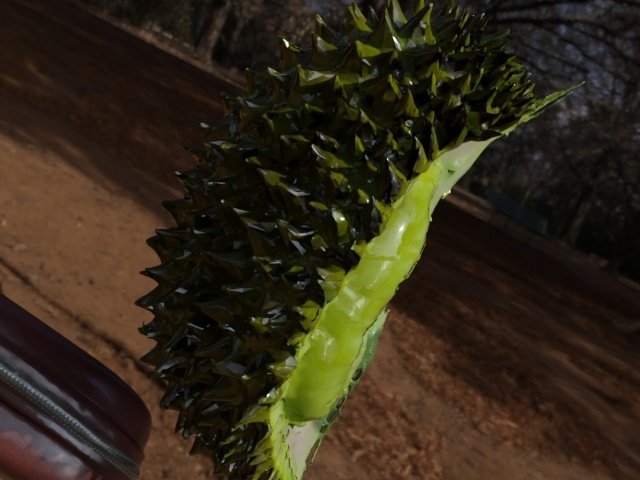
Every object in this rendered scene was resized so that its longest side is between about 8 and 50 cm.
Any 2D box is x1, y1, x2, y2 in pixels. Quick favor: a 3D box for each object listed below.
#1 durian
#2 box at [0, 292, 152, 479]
[{"bbox_3d":[0.000,0.000,0.529,0.158,0.352,0.169,33,6,40],"label":"durian"},{"bbox_3d":[-0.314,0.074,0.641,0.404,0.108,0.263,38,-25,-16],"label":"box"}]
